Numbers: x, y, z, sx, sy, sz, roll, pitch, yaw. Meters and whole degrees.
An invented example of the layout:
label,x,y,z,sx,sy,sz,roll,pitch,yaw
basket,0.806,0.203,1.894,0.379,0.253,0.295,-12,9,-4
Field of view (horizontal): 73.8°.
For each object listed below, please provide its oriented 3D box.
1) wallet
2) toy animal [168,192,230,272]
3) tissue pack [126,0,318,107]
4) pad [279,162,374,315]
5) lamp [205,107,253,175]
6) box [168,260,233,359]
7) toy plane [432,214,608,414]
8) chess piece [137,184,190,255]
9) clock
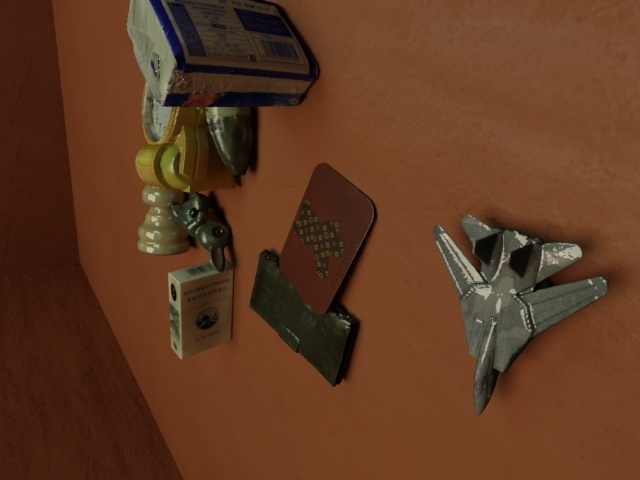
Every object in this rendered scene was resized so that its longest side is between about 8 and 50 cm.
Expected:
label,x,y,z,sx,sy,sz,roll,pitch,yaw
wallet,-0.048,0.158,0.934,0.317,0.044,0.168,34,122,39
toy animal,-0.305,-0.030,1.168,0.236,0.108,0.138,48,175,6
tissue pack,-0.171,-0.329,0.746,0.209,0.270,0.137,60,139,19
pad,0.000,0.000,0.823,0.181,0.004,0.267,46,125,35
lamp,-0.202,-0.266,0.945,0.101,0.101,0.249,15,116,48
box,-0.335,0.192,1.206,0.069,0.164,0.256,31,124,40
toy plane,0.230,0.109,0.544,0.212,0.088,0.267,24,128,47
chess piece,-0.486,-0.116,1.327,0.167,0.167,0.299,20,110,47
clock,-0.333,-0.281,1.042,0.244,0.201,0.316,12,102,45
